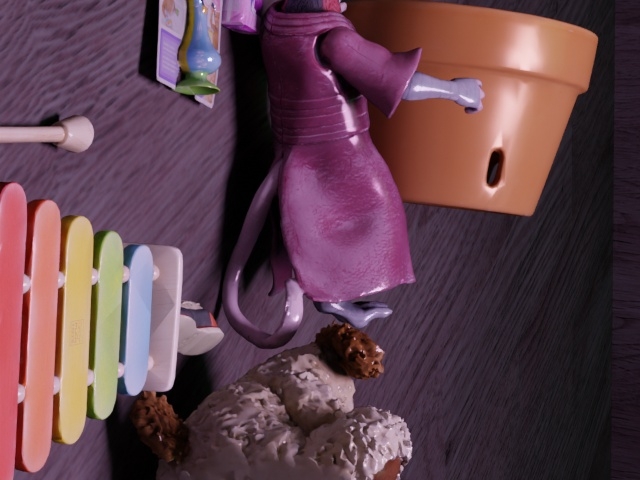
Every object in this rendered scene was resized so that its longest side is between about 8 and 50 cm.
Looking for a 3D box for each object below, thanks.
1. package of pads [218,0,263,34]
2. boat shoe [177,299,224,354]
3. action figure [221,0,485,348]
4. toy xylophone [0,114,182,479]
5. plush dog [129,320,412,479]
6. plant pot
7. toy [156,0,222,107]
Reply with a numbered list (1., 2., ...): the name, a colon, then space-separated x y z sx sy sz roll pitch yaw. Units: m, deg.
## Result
1. package of pads: -0.071 -0.235 1.504 0.050 0.032 0.083 18 77 -70
2. boat shoe: -0.127 0.070 1.405 0.043 0.049 0.137 55 13 17
3. action figure: -0.013 -0.118 1.565 0.276 0.248 0.370 -20 112 -31
4. toy xylophone: -0.194 0.033 1.133 0.323 0.081 0.236 -27 120 -69
5. plush dog: -0.046 0.177 1.429 0.262 0.210 0.225 -53 175 24
6. plant pot: 0.142 -0.137 1.772 0.291 0.291 0.203 3 95 -71
7. toy: -0.090 -0.241 1.410 0.137 0.056 0.237 20 76 -72
